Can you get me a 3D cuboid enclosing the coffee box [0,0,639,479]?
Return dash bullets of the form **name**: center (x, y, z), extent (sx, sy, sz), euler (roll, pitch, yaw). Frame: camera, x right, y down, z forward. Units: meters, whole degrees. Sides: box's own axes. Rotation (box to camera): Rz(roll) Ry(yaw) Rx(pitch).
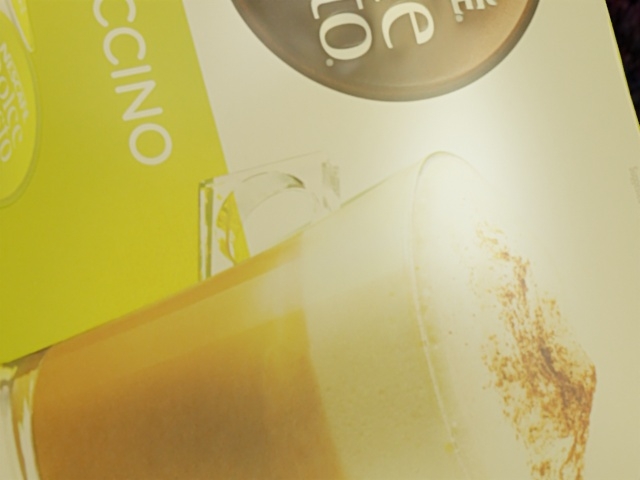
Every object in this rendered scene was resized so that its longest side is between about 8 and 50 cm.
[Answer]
- **coffee box**: center (-0.067, 0.002, 0.816), extent (0.338, 0.334, 0.337), euler (147, 109, -73)
